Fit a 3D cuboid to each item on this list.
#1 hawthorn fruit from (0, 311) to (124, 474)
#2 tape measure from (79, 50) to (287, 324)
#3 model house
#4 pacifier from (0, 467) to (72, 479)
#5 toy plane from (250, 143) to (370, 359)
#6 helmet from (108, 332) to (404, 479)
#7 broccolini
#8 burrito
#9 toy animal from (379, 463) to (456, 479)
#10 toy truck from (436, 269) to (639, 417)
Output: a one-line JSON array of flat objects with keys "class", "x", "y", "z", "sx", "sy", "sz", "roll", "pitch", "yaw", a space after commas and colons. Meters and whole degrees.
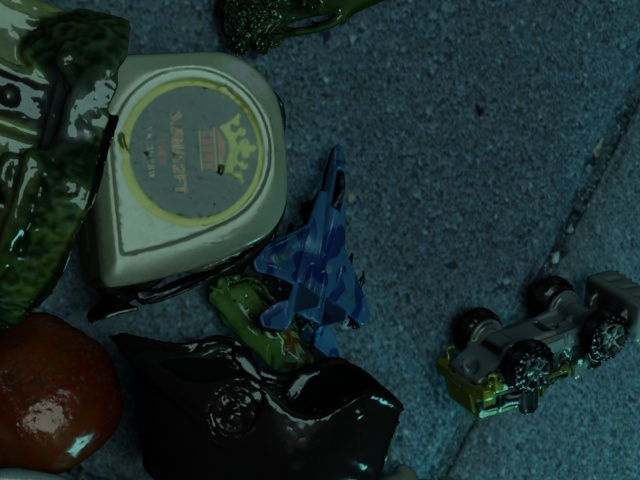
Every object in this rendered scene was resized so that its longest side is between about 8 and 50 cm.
[{"class": "hawthorn fruit", "x": -0.320, "y": 0.169, "z": 1.435, "sx": 0.285, "sy": 0.165, "sz": 0.165, "roll": -22, "pitch": 101, "yaw": -47}, {"class": "tape measure", "x": -0.139, "y": -0.055, "z": 1.578, "sx": 0.231, "sy": 0.133, "sz": 0.271, "roll": -3, "pitch": 87, "yaw": -20}, {"class": "model house", "x": -0.352, "y": -0.105, "z": 1.385, "sx": 0.266, "sy": 0.261, "sz": 0.321, "roll": 22, "pitch": 74, "yaw": -23}, {"class": "pacifier", "x": -0.306, "y": 0.341, "z": 1.427, "sx": 0.287, "sy": 0.238, "sz": 0.225, "roll": 12, "pitch": 42, "yaw": -33}, {"class": "toy plane", "x": -0.005, "y": 0.002, "z": 1.672, "sx": 0.169, "sy": 0.078, "sz": 0.246, "roll": 27, "pitch": 52, "yaw": -33}, {"class": "helmet", "x": -0.074, "y": 0.201, "z": 1.529, "sx": 0.305, "sy": 0.225, "sz": 0.177, "roll": 9, "pitch": 97, "yaw": -6}, {"class": "broccolini", "x": 0.058, "y": -0.295, "z": 1.719, "sx": 0.392, "sy": 0.074, "sz": 0.078, "roll": -24, "pitch": 109, "yaw": -26}, {"class": "burrito", "x": -0.009, "y": 0.128, "z": 1.688, "sx": 0.288, "sy": 0.054, "sz": 0.104, "roll": 44, "pitch": 41, "yaw": -14}, {"class": "toy animal", "x": 0.101, "y": 0.302, "z": 1.748, "sx": 0.124, "sy": 0.085, "sz": 0.071, "roll": 16, "pitch": 116, "yaw": 0}, {"class": "toy truck", "x": 0.276, "y": 0.124, "z": 1.816, "sx": 0.286, "sy": 0.136, "sz": 0.111, "roll": -19, "pitch": 121, "yaw": -26}]
